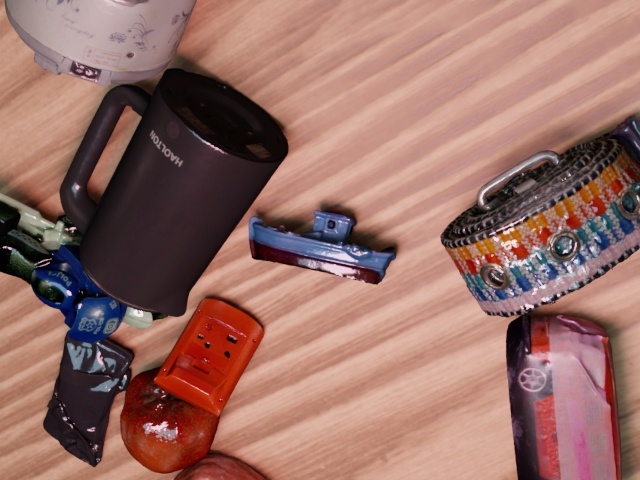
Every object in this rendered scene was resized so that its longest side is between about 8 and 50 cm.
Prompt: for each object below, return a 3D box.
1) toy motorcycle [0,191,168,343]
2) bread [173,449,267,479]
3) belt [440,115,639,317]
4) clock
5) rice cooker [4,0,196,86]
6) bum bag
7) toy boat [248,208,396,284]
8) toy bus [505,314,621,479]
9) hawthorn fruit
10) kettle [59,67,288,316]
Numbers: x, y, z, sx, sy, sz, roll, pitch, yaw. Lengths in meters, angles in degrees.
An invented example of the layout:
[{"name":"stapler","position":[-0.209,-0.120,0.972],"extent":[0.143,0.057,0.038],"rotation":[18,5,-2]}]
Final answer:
[{"name":"toy motorcycle","position":[-0.390,0.052,1.763],"extent":[0.331,0.196,0.125],"rotation":[28,113,5]},{"name":"bread","position":[-0.138,0.453,1.858],"extent":[0.244,0.123,0.190],"rotation":[33,112,3]},{"name":"belt","position":[0.303,-0.033,1.524],"extent":[0.295,0.207,0.160],"rotation":[-30,99,21]},{"name":"clock","position":[-0.165,0.170,1.760],"extent":[0.113,0.155,0.061],"rotation":[27,152,3]},{"name":"rice cooker","position":[-0.273,-0.375,1.546],"extent":[0.264,0.316,0.316],"rotation":[18,114,-16]},{"name":"bum bag","position":[-0.385,0.256,1.901],"extent":[0.123,0.060,0.248],"rotation":[24,113,7]},{"name":"toy boat","position":[0.000,0.000,1.688],"extent":[0.223,0.100,0.097],"rotation":[12,86,13]},{"name":"toy bus","position":[0.346,0.251,1.647],"extent":[0.147,0.127,0.302],"rotation":[-3,105,12]},{"name":"hawthorn fruit","position":[-0.238,0.291,1.826],"extent":[0.157,0.157,0.194],"rotation":[24,132,8]},{"name":"kettle","position":[-0.233,-0.077,1.670],"extent":[0.262,0.203,0.308],"rotation":[30,117,-9]}]
